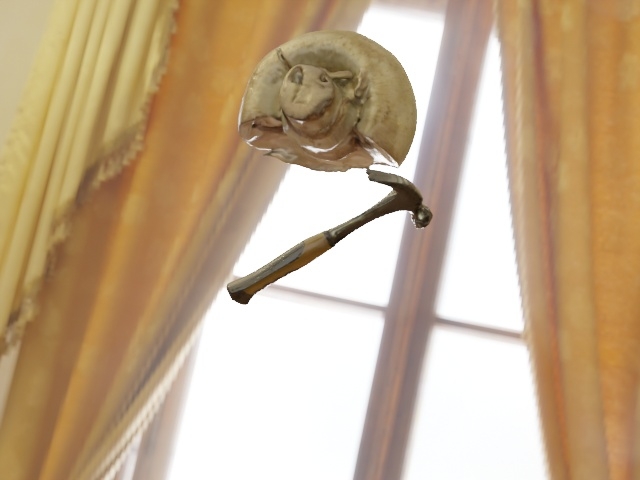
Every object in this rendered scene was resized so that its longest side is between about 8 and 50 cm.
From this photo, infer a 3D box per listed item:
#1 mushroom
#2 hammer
[{"bbox_3d":[0.011,-0.207,1.536,0.253,0.189,0.195,5,-16,19],"label":"mushroom"},{"bbox_3d":[0.000,0.000,1.009,0.201,0.021,0.078,-29,-53,11],"label":"hammer"}]
